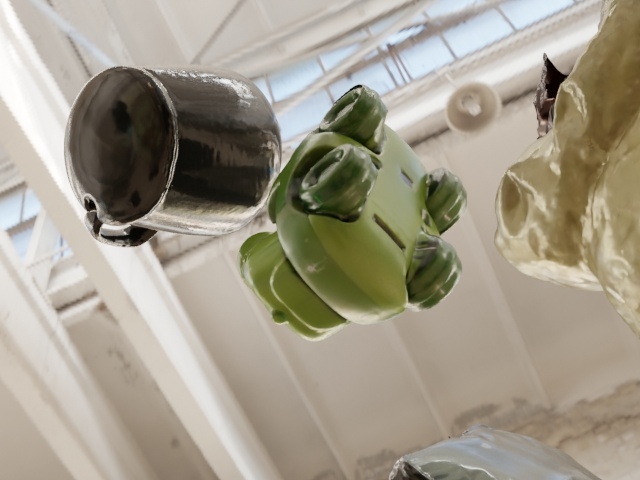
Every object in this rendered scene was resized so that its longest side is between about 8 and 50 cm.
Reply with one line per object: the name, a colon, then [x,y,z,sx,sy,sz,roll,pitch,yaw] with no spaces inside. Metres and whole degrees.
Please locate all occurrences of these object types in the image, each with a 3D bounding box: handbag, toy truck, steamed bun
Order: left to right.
toy truck: [0.010,0.000,0.807,0.210,0.187,0.148,-39,-70,14]
handbag: [0.204,0.259,1.058,0.191,0.332,0.075,21,-83,24]
steamed bun: [0.138,-0.034,0.346,0.155,0.172,0.141,-43,-38,-11]

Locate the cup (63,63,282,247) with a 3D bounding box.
cup: [-0.156,-0.069,0.973,0.223,0.169,0.176,-48,-23,26]
